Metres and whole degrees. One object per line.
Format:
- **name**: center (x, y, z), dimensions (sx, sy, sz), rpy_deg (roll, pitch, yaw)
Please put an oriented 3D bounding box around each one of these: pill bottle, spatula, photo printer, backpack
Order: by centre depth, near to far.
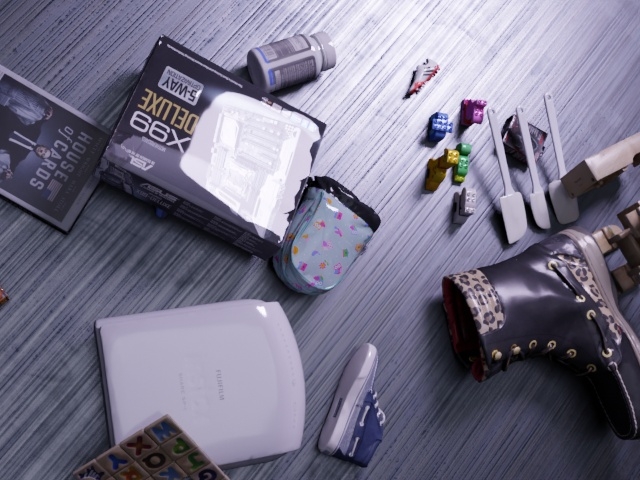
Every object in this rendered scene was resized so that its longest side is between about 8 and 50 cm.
- **photo printer**: center (-0.176, 0.225, 1.457), dimensions (0.307, 0.107, 0.256), rpy_deg (-6, 83, -17)
- **backpack**: center (0.000, 0.000, 1.542), dimensions (0.152, 0.115, 0.182), rpy_deg (36, 76, -10)
- **pill bottle**: center (-0.047, -0.300, 1.599), dimensions (0.137, 0.078, 0.078), rpy_deg (-21, 87, -18)
- **spatula**: center (0.375, -0.132, 1.690), dimensions (0.168, 0.019, 0.242), rpy_deg (-17, 100, -19)

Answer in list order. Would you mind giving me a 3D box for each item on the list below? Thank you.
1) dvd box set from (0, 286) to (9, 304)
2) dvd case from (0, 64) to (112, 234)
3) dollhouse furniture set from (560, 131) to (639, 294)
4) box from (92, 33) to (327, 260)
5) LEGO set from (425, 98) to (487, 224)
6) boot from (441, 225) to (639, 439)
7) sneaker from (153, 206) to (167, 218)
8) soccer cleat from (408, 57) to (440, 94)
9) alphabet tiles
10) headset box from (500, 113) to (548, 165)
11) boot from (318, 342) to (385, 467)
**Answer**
- **dvd box set**: center (-0.711, 0.094, 1.353), dimensions (0.420, 0.062, 0.308), rpy_deg (-39, 92, -18)
- **dvd case**: center (-0.452, -0.144, 1.484), dimensions (0.238, 0.029, 0.179), rpy_deg (30, 75, -8)
- **dollhouse furniture set**: center (0.559, -0.052, 1.656), dimensions (0.161, 0.212, 0.242), rpy_deg (-26, 81, -18)
- **box**: center (-0.168, -0.144, 1.502), dimensions (0.307, 0.076, 0.243), rpy_deg (28, 62, -15)
- **LEGO set**: center (0.233, -0.152, 1.644), dimensions (0.087, 0.093, 0.227), rpy_deg (8, 79, -14)
- **boot**: center (0.383, 0.182, 1.606), dimensions (0.284, 0.138, 0.378), rpy_deg (-14, 81, -19)
- **sneaker**: center (-0.272, -0.101, 1.516), dimensions (0.059, 0.053, 0.144), rpy_deg (-8, 74, -21)
- **soccer cleat**: center (0.177, -0.290, 1.688), dimensions (0.035, 0.029, 0.083), rpy_deg (43, 69, 4)
- **alphabet tiles**: center (-0.267, 0.368, 1.375), dimensions (0.237, 0.009, 0.198), rpy_deg (-32, 127, 2)
- **headset box**: center (0.365, -0.178, 1.718), dimensions (0.083, 0.032, 0.062), rpy_deg (29, 74, -8)
- **boot**: center (0.070, 0.267, 1.548), dimensions (0.086, 0.069, 0.190), rpy_deg (26, 83, -17)
